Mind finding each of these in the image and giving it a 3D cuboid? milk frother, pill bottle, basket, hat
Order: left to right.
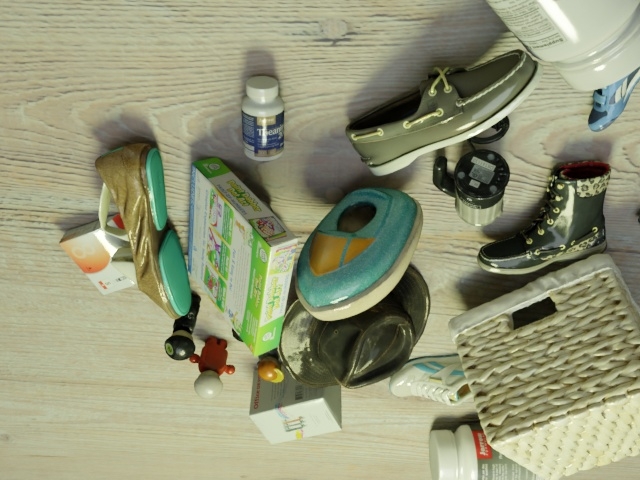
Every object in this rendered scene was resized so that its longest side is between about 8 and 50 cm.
[{"bbox_3d":[-0.090,-0.191,0.913,0.067,0.067,0.120,2,129,-2],"label":"pill bottle"},{"bbox_3d":[0.089,0.200,1.129,0.331,0.134,0.331,-9,122,-15],"label":"hat"},{"bbox_3d":[0.269,-0.118,0.961,0.143,0.129,0.135,-43,159,-2],"label":"milk frother"},{"bbox_3d":[0.421,0.536,1.435,0.283,0.161,0.161,-1,129,0],"label":"pill bottle"},{"bbox_3d":[0.301,-0.334,0.740,0.283,0.160,0.160,37,120,-26],"label":"pill bottle"},{"bbox_3d":[0.474,0.253,1.105,0.328,0.266,0.331,-29,135,22],"label":"basket"}]

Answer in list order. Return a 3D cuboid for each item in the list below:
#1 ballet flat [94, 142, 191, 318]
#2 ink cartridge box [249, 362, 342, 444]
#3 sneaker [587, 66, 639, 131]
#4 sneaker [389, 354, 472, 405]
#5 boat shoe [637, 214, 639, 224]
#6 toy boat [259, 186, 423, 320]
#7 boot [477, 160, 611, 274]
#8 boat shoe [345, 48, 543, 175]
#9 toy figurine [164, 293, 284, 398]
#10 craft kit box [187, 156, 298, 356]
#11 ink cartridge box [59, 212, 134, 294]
[{"bbox_3d":[-0.319,-0.008,1.026,0.124,0.116,0.342,-1,124,6],"label":"ballet flat"},{"bbox_3d":[-0.054,0.359,1.313,0.176,0.128,0.127,-15,127,13],"label":"ink cartridge box"},{"bbox_3d":[0.442,-0.237,0.889,0.059,0.053,0.144,12,119,-11],"label":"sneaker"},{"bbox_3d":[0.266,0.319,1.306,0.229,0.092,0.087,-13,129,12],"label":"sneaker"},{"bbox_3d":[0.671,-0.040,1.036,0.183,0.065,0.083,11,129,-8],"label":"boat shoe"},{"bbox_3d":[0.000,0.000,0.982,0.318,0.267,0.148,6,141,37],"label":"toy boat"},{"bbox_3d":[0.392,-0.040,1.026,0.236,0.085,0.178,-11,126,0],"label":"boot"},{"bbox_3d":[0.169,-0.196,0.859,0.305,0.109,0.091,-24,121,38],"label":"boat shoe"},{"bbox_3d":[-0.187,0.207,1.179,0.210,0.148,0.213,-12,127,9],"label":"toy figurine"},{"bbox_3d":[-0.144,0.027,0.988,0.061,0.246,0.249,-17,137,-32],"label":"craft kit box"},{"bbox_3d":[-0.371,0.022,1.099,0.179,0.045,0.145,-15,128,14],"label":"ink cartridge box"}]
